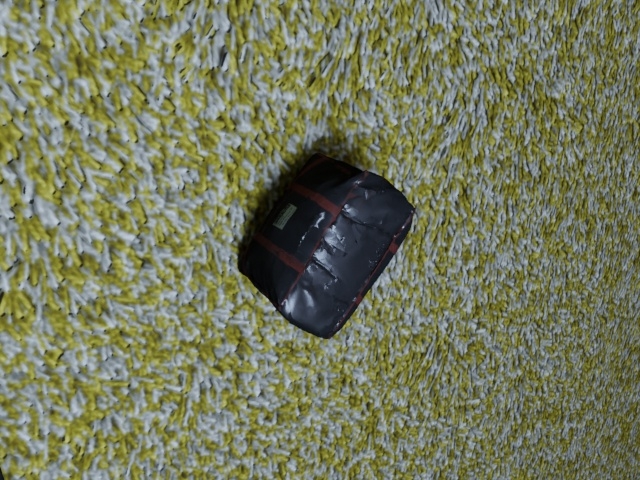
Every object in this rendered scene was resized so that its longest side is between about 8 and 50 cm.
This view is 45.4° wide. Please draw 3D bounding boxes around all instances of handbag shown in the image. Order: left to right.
[{"bbox_3d":[0.000,0.000,0.991,0.155,0.169,0.215,36,86,-26],"label":"handbag"}]

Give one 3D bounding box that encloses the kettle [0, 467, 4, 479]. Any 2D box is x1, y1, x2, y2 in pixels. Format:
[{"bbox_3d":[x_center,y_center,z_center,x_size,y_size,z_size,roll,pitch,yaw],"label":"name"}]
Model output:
[{"bbox_3d":[-0.460,0.283,0.723,0.308,0.203,0.262,-17,132,-29],"label":"kettle"}]
